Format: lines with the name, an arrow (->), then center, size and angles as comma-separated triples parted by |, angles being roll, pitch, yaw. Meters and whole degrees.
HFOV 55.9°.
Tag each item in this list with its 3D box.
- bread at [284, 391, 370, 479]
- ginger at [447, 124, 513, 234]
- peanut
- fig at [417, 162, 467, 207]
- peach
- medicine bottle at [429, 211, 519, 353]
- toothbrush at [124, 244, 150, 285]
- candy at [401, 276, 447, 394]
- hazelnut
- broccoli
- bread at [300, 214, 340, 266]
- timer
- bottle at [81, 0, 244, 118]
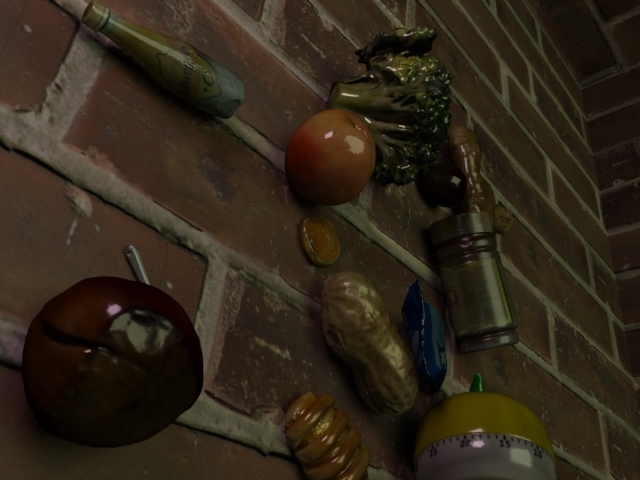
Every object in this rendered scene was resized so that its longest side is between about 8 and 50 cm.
bread -> 0.012, 0.327, 0.969 | 0.177, 0.084, 0.119 | 60, 37, -5
ginger -> 0.432, -0.133, 1.684 | 0.348, 0.122, 0.363 | -46, 120, -59
peanut -> 0.088, 0.189, 1.093 | 0.290, 0.130, 0.130 | 59, 38, -12
fig -> 0.301, -0.149, 1.552 | 0.155, 0.103, 0.109 | 19, 97, -10
peach -> 0.021, -0.159, 1.136 | 0.184, 0.184, 0.184 | 26, 54, -42
medicine bottle -> 0.373, 0.103, 1.467 | 0.151, 0.151, 0.322 | 5, 70, -50
toothbrush -> -0.222, 0.099, 0.838 | 0.204, 0.017, 0.022 | 66, 18, -5
candy -> 0.213, 0.202, 1.205 | 0.331, 0.077, 0.187 | 51, 31, -67
hazelnut -> -0.239, 0.124, 0.688 | 0.208, 0.208, 0.208 | 26, 54, -42
broccoli -> 0.173, -0.290, 1.296 | 0.272, 0.324, 0.334 | 29, 40, -28
bread -> 0.000, 0.000, 1.155 | 0.110, 0.024, 0.110 | 25, 56, -43
timer -> 0.312, 0.384, 1.180 | 0.285, 0.285, 0.285 | 26, 54, -42
bottle -> -0.241, -0.280, 0.943 | 0.270, 0.083, 0.083 | 24, 55, -40
